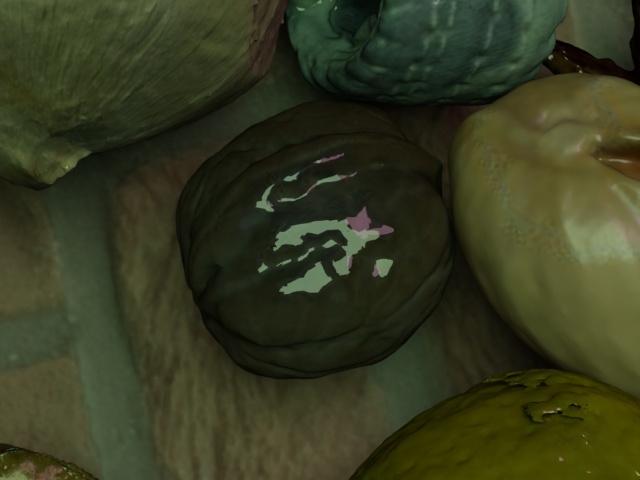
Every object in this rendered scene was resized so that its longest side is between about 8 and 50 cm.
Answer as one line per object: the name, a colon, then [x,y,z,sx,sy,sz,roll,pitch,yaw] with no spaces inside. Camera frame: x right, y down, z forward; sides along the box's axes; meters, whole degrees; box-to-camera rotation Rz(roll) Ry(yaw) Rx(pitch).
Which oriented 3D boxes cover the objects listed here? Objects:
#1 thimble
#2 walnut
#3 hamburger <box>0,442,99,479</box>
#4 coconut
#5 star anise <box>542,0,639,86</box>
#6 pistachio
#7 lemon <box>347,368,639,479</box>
thimble: [0.075,-0.209,1.317,0.172,0.250,0.205,-2,103,-26]
walnut: [0.000,0.000,1.290,0.224,0.224,0.224,1,78,-5]
hamburger: [-0.224,0.243,1.262,0.185,0.113,0.177,-10,80,1]
coconut: [-0.204,-0.221,1.227,0.405,0.404,0.404,1,78,-5]
star anise: [0.282,-0.098,1.395,0.272,0.102,0.272,2,102,8]
pistachio: [0.228,0.007,1.280,0.309,0.230,0.230,44,77,-21]
lemon: [0.145,0.277,1.167,0.387,0.350,0.350,-41,84,5]
